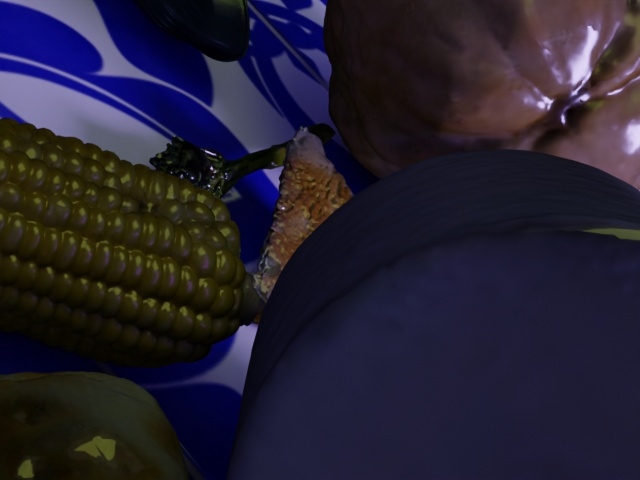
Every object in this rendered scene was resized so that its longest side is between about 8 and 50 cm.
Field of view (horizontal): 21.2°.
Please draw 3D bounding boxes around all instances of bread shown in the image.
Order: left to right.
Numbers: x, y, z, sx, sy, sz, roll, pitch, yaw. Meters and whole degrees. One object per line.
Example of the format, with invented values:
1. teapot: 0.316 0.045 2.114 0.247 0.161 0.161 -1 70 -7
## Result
1. bread: -0.123 0.173 0.817 0.130 0.152 0.267 73 -1 -47

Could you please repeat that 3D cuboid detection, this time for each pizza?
1. pizza: 0.000 0.000 1.283 0.185 0.052 0.195 10 51 -34

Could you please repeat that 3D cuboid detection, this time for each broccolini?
1. broccolini: -0.061 -0.057 1.330 0.058 0.071 0.254 4 12 22

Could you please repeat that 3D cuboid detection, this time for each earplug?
1. earplug: 0.109 0.106 0.973 0.313 0.312 0.394 37 9 -6

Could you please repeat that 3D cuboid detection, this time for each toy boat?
1. toy boat: -0.122 -0.241 1.434 0.103 0.093 0.246 -5 52 -43

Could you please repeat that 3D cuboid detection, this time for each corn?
1. corn: -0.184 -0.007 1.012 0.347 0.130 0.130 18 36 -30

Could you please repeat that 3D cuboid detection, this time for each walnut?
1. walnut: 0.144 -0.158 1.427 0.306 0.306 0.344 29 19 -20
